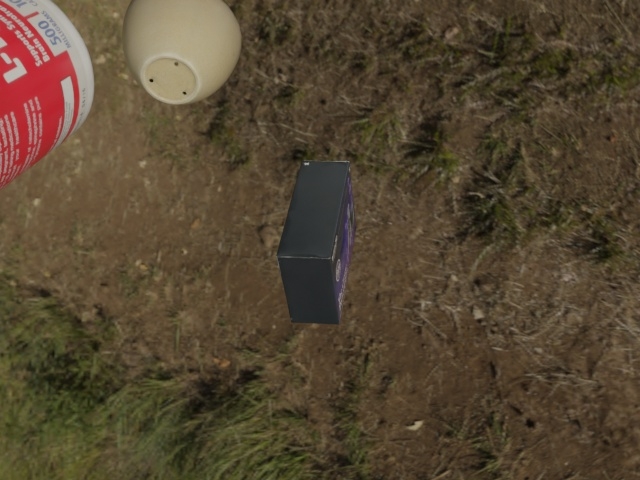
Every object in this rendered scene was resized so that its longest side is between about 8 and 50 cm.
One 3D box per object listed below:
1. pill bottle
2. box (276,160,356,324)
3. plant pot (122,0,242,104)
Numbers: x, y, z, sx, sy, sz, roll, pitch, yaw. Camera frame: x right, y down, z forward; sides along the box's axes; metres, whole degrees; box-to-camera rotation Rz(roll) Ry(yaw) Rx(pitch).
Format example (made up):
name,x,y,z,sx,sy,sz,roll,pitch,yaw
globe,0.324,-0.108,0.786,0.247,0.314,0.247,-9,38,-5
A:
name,x,y,z,sx,sy,sz,roll,pitch,yaw
pill bottle,-0.445,-0.132,0.770,0.229,0.407,0.228,7,124,11
box,0.000,0.000,1.326,0.103,0.184,0.261,0,45,12
plant pot,-0.335,-0.426,1.643,0.284,0.284,0.190,-29,39,29
